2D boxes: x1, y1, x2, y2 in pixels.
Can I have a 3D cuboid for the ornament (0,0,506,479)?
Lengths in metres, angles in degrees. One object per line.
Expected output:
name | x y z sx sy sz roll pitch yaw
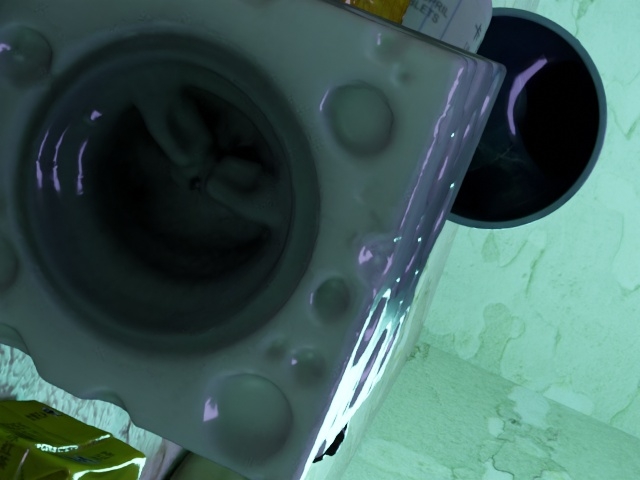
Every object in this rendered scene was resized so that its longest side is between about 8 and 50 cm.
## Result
ornament | -0.052 -0.037 0.667 0.240 0.239 0.239 -27 140 -74

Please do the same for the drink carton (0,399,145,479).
drink carton | -0.248 0.284 0.734 0.351 0.111 0.154 -66 168 -3

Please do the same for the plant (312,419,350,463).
plant | -0.025 0.128 1.274 0.256 0.164 0.142 -88 -164 -45

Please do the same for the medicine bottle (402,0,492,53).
medicine bottle | 0.068 -0.205 1.068 0.170 0.170 0.293 82 32 -69

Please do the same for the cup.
cup | 0.204 -0.140 1.465 0.311 0.256 0.331 -78 -175 -77

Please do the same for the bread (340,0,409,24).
bread | -0.005 -0.198 0.863 0.236 0.120 0.198 -68 165 4

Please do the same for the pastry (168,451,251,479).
pastry | -0.137 0.368 1.385 0.265 0.133 0.265 21 90 -82
